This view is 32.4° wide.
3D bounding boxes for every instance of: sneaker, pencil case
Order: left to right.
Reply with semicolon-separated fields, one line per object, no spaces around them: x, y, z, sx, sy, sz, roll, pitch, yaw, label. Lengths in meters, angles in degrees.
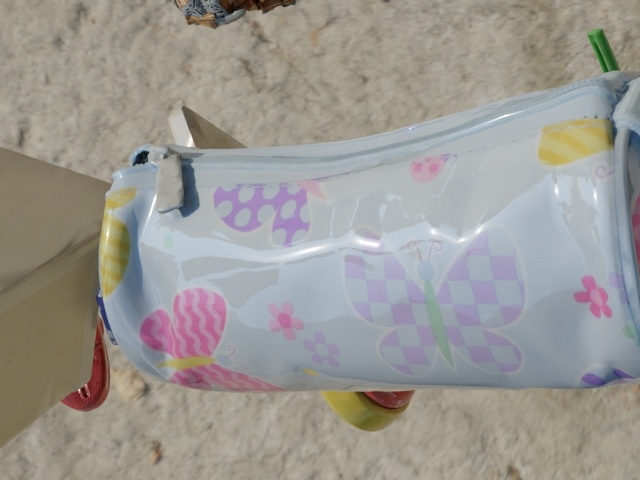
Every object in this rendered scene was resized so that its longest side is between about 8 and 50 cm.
-0.275;0.121;1.288;0.087;0.128;0.221;-32;55;4;sneaker
0.029;0.002;0.474;0.273;0.113;0.124;-4;109;36;pencil case

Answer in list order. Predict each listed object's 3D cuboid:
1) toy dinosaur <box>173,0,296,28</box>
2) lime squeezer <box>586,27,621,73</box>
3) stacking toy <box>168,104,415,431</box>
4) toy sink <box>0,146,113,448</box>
0.005;-0.297;1.064;0.321;0.218;0.164;-11;114;-15;toy dinosaur
0.258;-0.024;0.969;0.109;0.059;0.311;8;101;3;lime squeezer
0.000;0.000;0.989;0.130;0.309;0.280;-32;50;33;stacking toy
-0.240;0.043;0.740;0.152;0.234;0.131;19;116;15;toy sink
